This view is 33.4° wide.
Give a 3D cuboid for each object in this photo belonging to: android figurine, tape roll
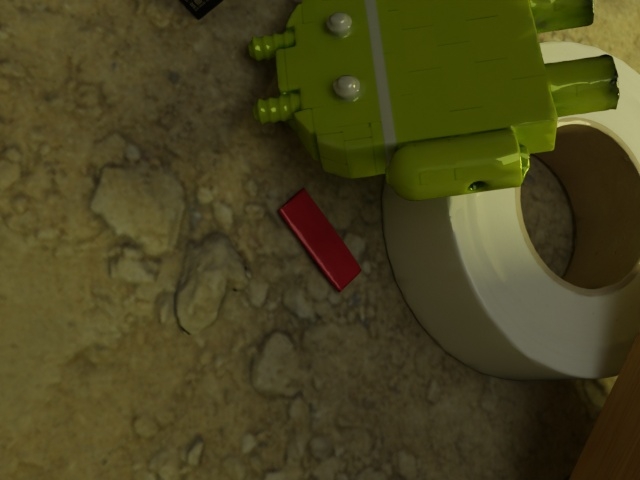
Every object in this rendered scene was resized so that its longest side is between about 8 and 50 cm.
[{"bbox_3d":[0.081,-0.138,0.817,0.272,0.056,0.248,-5,60,3],"label":"android figurine"},{"bbox_3d":[0.197,-0.022,0.914,0.286,0.100,0.286,5,79,-28],"label":"tape roll"}]

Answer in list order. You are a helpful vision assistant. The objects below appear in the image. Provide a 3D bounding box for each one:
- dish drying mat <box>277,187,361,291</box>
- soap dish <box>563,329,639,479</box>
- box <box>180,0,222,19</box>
[{"bbox_3d":[0.000,0.000,0.853,0.032,0.008,0.083,-42,102,-28],"label":"dish drying mat"},{"bbox_3d":[0.323,0.138,0.865,0.229,0.118,0.291,12,103,-50],"label":"soap dish"},{"bbox_3d":[-0.035,-0.269,0.796,0.077,0.147,0.180,46,65,-15],"label":"box"}]
